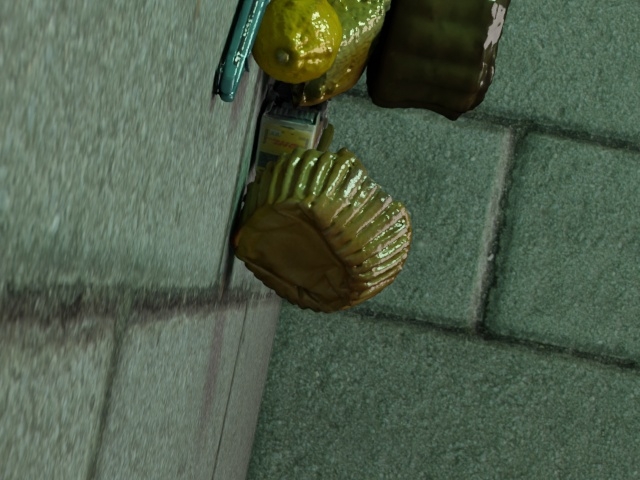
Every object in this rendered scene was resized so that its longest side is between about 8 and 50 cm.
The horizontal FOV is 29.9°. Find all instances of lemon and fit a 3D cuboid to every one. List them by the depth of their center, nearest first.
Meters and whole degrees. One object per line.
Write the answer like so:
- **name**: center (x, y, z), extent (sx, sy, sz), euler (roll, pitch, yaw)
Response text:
- **lemon**: center (-0.031, -0.252, 1.492), extent (0.155, 0.114, 0.114), euler (-77, 177, -57)

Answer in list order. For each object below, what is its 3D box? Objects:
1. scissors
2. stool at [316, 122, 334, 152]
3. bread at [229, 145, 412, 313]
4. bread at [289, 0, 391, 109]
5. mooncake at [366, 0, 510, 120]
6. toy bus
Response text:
- **scissors**: center (-0.064, -0.307, 1.379), extent (0.180, 0.032, 0.393), euler (99, 3, -53)
- **stool**: center (-0.034, -0.154, 2.229), extent (0.135, 0.134, 0.110), euler (-27, -144, 29)
- **bread**: center (0.000, 0.000, 1.794), extent (0.149, 0.274, 0.274), euler (-70, 172, -52)
- **bread**: center (0.015, -0.325, 1.809), extent (0.204, 0.162, 0.262), euler (114, -18, -63)
- **mooncake**: center (0.186, -0.359, 1.902), extent (0.324, 0.187, 0.324), euler (-170, -90, -83)
- **toy bus**: center (-0.037, -0.195, 1.965), extent (0.342, 0.097, 0.138), euler (-76, 175, -72)
